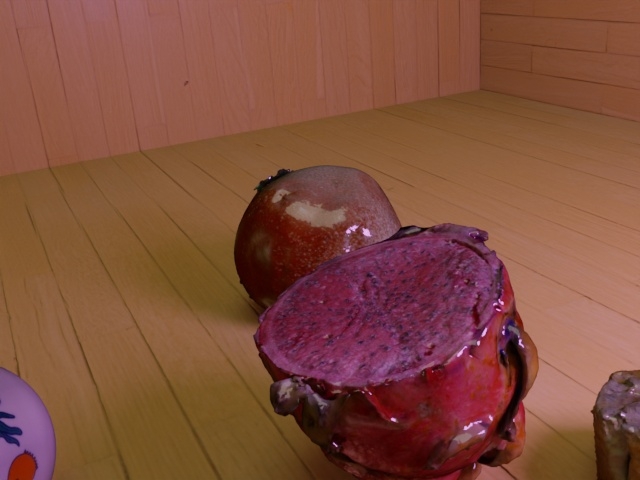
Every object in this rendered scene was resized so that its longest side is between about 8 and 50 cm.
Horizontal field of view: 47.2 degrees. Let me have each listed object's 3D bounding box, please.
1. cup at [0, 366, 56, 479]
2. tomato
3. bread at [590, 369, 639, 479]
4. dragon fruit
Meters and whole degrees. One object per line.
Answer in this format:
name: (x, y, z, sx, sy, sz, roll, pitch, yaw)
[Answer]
cup: (-0.428, 0.237, 0.719, 0.212, 0.212, 0.317, 4, 2, 20)
tomato: (0.000, 0.000, 1.263, 0.303, 0.239, 0.303, -1, 24, 0)
bread: (0.422, 0.215, 0.799, 0.257, 0.124, 0.186, -3, 21, -1)
dragon fruit: (0.110, 0.163, 0.815, 0.314, 0.263, 0.296, -23, 25, -8)
